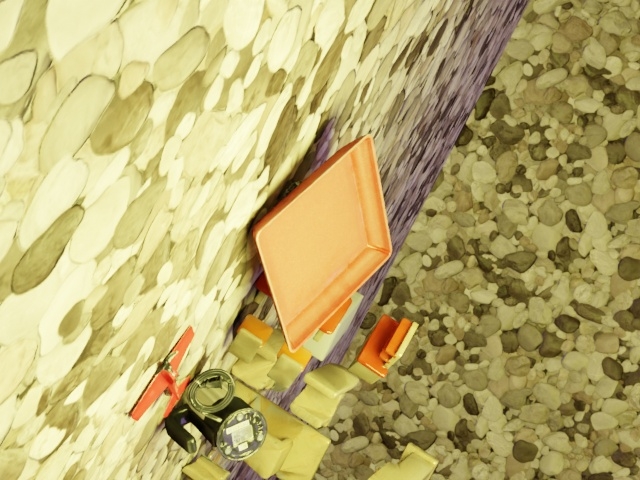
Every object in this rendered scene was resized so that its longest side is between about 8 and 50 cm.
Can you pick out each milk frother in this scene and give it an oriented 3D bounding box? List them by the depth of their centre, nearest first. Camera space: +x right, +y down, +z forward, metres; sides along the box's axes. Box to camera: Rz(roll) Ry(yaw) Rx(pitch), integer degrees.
[{"bbox_3d":[-0.161,0.238,1.435,0.129,0.134,0.143,1,105,-33],"label":"milk frother"}]

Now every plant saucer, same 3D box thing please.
[{"bbox_3d":[0.000,0.000,1.462,0.258,0.047,0.259,-43,141,-28],"label":"plant saucer"}]

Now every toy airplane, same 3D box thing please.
[{"bbox_3d":[-0.206,0.194,1.308,0.151,0.028,0.151,-60,171,-16],"label":"toy airplane"}]

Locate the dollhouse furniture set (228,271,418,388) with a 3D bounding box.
[{"bbox_3d":[0.018,0.116,1.579,0.262,0.259,0.135,-57,179,-31],"label":"dollhouse furniture set"}]

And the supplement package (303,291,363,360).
[{"bbox_3d":[0.008,0.171,2.155,0.105,0.105,0.179,-65,171,24],"label":"supplement package"}]

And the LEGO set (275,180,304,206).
[{"bbox_3d":[-0.052,-0.061,1.428,0.083,0.023,0.054,-40,151,-27],"label":"LEGO set"}]

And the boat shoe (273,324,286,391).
[{"bbox_3d":[-0.068,0.240,2.050,0.065,0.075,0.206,-46,157,-49],"label":"boat shoe"}]

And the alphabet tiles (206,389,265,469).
[{"bbox_3d":[-0.206,0.459,2.113,0.284,0.021,0.278,-63,171,5],"label":"alphabet tiles"}]

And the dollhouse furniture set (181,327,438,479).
[{"bbox_3d":[-0.011,0.412,1.828,0.362,0.394,0.256,-64,161,12],"label":"dollhouse furniture set"}]

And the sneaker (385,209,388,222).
[{"bbox_3d":[0.094,-0.040,2.047,0.262,0.099,0.121,-48,160,-58],"label":"sneaker"}]
